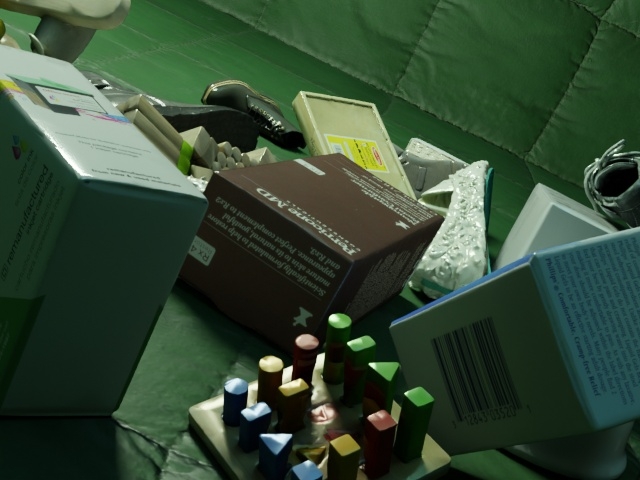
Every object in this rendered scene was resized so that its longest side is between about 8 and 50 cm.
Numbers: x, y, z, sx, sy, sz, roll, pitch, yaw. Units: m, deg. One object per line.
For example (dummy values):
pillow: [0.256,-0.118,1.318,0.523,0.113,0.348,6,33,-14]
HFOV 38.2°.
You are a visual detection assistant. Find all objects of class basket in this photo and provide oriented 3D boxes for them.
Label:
basket: [0.226,-0.114,1.840,0.167,0.113,0.103,28,20,6]

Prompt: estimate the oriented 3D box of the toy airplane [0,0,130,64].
toy airplane: [-0.455,-0.332,1.225,0.384,0.272,0.386,-16,42,-7]

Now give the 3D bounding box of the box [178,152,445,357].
box: [0.000,0.000,1.148,0.191,0.143,0.381,33,20,14]

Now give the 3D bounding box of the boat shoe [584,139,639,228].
boat shoe: [0.446,-0.084,1.371,0.105,0.113,0.306,41,21,-7]

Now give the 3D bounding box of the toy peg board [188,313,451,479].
toy peg board: [0.000,0.139,0.751,0.160,0.079,0.161,-17,40,-31]

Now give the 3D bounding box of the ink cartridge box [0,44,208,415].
ink cartridge box: [-0.237,-0.020,0.765,0.117,0.201,0.278,9,24,-43]

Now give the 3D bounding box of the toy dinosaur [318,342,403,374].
toy dinosaur: [0.039,0.156,0.889,0.118,0.064,0.268,38,15,-10]

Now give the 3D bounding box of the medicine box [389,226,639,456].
medicine box: [0.260,0.089,0.873,0.289,0.263,0.149,-12,78,-26]

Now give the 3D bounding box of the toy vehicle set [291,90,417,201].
toy vehicle set: [0.062,-0.142,1.604,0.166,0.035,0.267,5,51,-34]

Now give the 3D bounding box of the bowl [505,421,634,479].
bowl: [0.267,0.144,1.121,0.297,0.134,0.298,24,17,-8]

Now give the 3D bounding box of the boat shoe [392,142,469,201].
boat shoe: [0.144,-0.106,1.737,0.324,0.123,0.116,19,-17,5]

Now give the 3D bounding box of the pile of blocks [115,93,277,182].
pile of blocks: [-0.174,-0.067,1.201,0.112,0.149,0.362,-13,-15,30]

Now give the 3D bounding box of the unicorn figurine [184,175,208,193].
unicorn figurine: [-0.178,-0.039,1.016,0.111,0.161,0.060,-145,-149,-79]

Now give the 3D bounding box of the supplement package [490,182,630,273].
supplement package: [0.371,0.057,1.373,0.198,0.199,0.263,27,12,3]

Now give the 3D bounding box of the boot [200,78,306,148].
boot: [-0.122,-0.241,1.791,0.198,0.077,0.137,5,32,-47]

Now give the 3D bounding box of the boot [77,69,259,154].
boot: [-0.260,-0.189,1.385,0.222,0.118,0.338,30,13,29]

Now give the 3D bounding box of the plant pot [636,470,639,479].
plant pot: [0.419,0.248,0.810,0.235,0.293,0.293,-5,32,-31]

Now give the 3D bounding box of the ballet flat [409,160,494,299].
ballet flat: [0.211,-0.028,1.485,0.147,0.147,0.409,26,27,-1]
